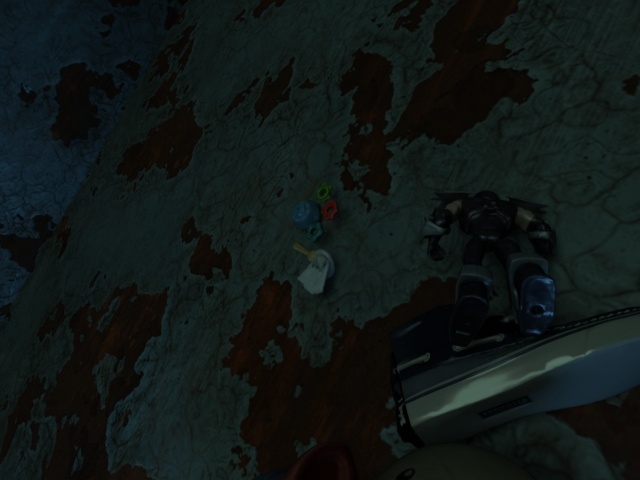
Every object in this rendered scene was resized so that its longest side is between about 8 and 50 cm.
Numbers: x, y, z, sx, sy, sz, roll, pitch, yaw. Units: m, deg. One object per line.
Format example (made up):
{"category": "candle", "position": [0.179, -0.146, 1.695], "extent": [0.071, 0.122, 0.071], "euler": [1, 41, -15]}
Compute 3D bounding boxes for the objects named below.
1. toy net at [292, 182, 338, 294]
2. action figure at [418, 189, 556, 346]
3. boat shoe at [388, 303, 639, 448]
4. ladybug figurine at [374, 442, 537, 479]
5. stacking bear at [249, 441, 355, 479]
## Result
{"category": "toy net", "position": [0.000, 0.000, 0.814], "extent": [0.122, 0.045, 0.232], "euler": [-26, 57, 24]}
{"category": "action figure", "position": [0.224, 0.008, 0.543], "extent": [0.185, 0.099, 0.285], "euler": [-1, 31, 19]}
{"category": "boat shoe", "position": [0.239, 0.128, 0.514], "extent": [0.340, 0.127, 0.158], "euler": [-25, 38, 14]}
{"category": "ladybug figurine", "position": [0.095, 0.411, 0.330], "extent": [0.305, 0.162, 0.449], "euler": [-5, 65, 38]}
{"category": "stacking bear", "position": [-0.090, 0.442, 0.599], "extent": [0.289, 0.164, 0.175], "euler": [-37, 50, 24]}
